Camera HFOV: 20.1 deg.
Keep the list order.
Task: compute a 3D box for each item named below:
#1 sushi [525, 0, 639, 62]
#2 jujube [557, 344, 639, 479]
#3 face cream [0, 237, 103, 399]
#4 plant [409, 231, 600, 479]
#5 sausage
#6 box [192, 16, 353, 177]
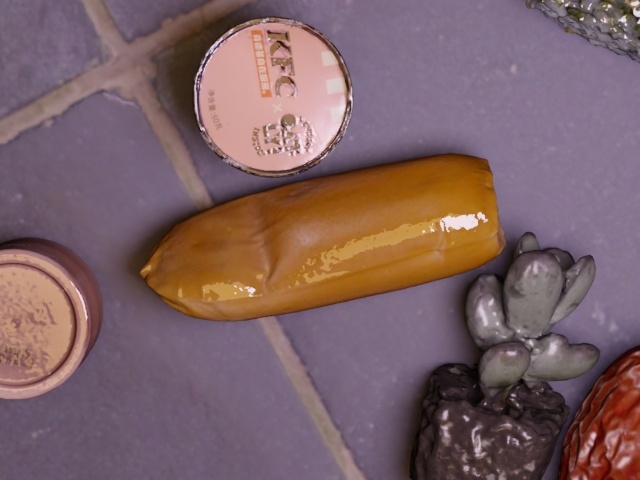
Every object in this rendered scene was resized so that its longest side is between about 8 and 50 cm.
[{"bbox_3d":[0.321,-0.259,1.719,0.274,0.139,0.184,27,98,4],"label":"sushi"},{"bbox_3d":[0.317,0.206,1.767,0.168,0.168,0.236,31,112,-3],"label":"jujube"},{"bbox_3d":[-0.294,0.075,1.784,0.149,0.104,0.149,0,97,1],"label":"face cream"},{"bbox_3d":[0.187,0.131,1.764,0.149,0.146,0.274,20,96,1],"label":"plant"},{"bbox_3d":[0.001,0.002,1.764,0.354,0.116,0.134,-12,62,5],"label":"sausage"},{"bbox_3d":[-0.046,-0.138,1.742,0.151,0.135,0.151,0,94,-2],"label":"box"}]
